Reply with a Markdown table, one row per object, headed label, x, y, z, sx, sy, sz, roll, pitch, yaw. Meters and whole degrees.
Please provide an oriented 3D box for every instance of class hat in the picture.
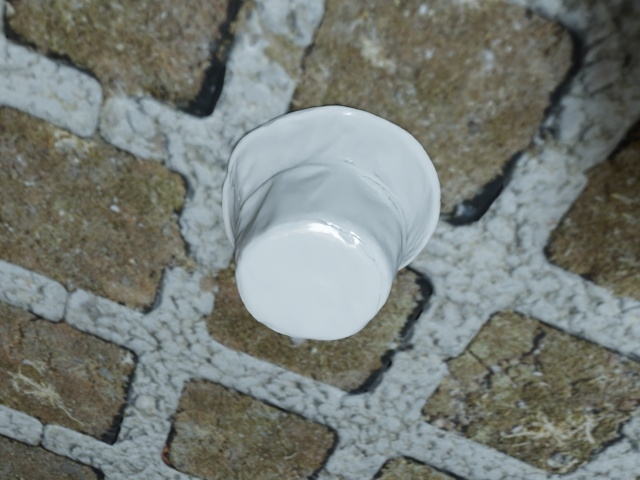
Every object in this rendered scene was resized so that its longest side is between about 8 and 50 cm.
| label | x | y | z | sx | sy | sz | roll | pitch | yaw |
| --- | --- | --- | --- | --- | --- | --- | --- | --- | --- |
| hat | 0.000 | 0.000 | 0.562 | 0.203 | 0.126 | 0.203 | 4 | 123 | 6 |
